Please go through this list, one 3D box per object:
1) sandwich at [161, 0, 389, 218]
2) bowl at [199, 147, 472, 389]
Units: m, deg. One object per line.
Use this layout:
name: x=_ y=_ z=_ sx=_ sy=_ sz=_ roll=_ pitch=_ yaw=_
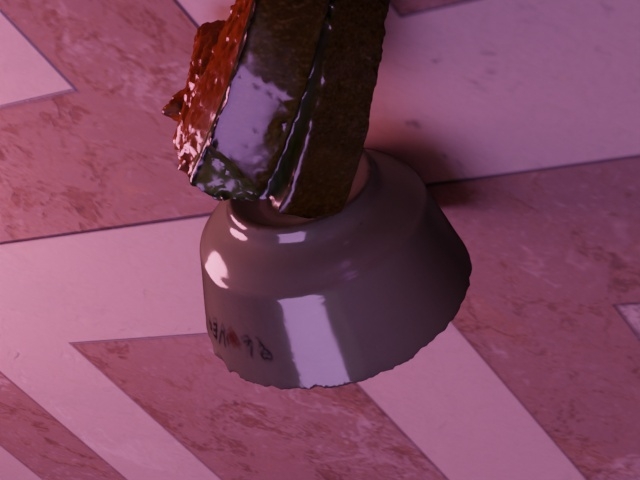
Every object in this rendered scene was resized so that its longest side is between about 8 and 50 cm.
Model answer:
sandwich: x=-0.029 y=-0.117 z=1.073 sx=0.109 sy=0.160 sz=0.185 roll=13 pitch=110 yaw=-21
bowl: x=0.000 y=0.000 z=1.154 sx=0.211 sy=0.211 sz=0.112 roll=5 pitch=130 yaw=28
